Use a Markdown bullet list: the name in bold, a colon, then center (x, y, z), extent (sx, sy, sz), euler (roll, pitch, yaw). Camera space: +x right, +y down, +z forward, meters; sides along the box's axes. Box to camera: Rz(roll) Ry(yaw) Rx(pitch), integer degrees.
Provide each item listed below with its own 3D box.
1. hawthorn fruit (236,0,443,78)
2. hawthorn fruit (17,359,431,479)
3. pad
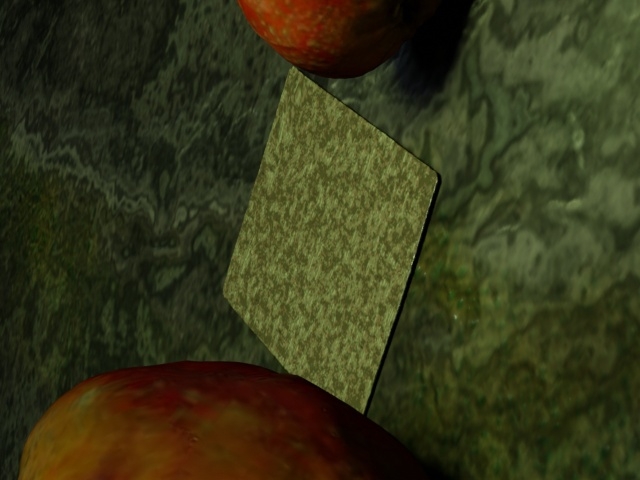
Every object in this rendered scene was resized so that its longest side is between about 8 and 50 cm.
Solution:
- **hawthorn fruit**: center (0.008, -0.148, 1.006), extent (0.128, 0.128, 0.128), euler (-38, 47, 55)
- **hawthorn fruit**: center (-0.027, 0.148, 0.906), extent (0.248, 0.208, 0.208), euler (-13, 65, 36)
- **pad**: center (0.000, 0.000, 1.109), extent (0.235, 0.003, 0.158), euler (42, 118, 62)
